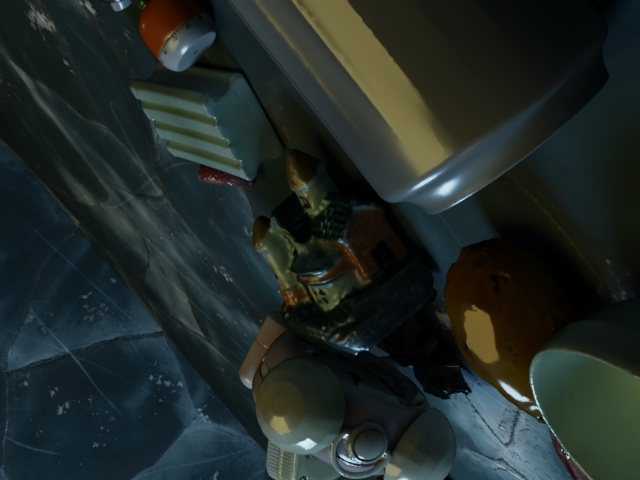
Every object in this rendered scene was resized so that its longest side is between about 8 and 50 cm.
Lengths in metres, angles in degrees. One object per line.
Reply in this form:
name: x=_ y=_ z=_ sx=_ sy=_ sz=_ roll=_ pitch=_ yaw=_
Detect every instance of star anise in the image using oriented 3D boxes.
star anise: x=0.161 y=0.190 z=1.588 sx=0.182 sy=0.065 sz=0.195 roll=52 pitch=162 yaw=-10

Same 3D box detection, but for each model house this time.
model house: x=0.000 y=0.000 z=1.430 sx=0.291 sy=0.184 sz=0.253 roll=61 pitch=162 yaw=-19

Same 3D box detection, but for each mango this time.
mango: x=0.241 y=0.113 z=1.150 sx=0.249 sy=0.151 sz=0.156 roll=54 pitch=158 yaw=-11

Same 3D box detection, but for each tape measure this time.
tape measure: x=0.002 y=0.403 z=2.129 sx=0.133 sy=0.231 sz=0.271 roll=11 pitch=102 yaw=43

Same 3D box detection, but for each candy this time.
candy: x=-0.161 y=-0.116 z=1.658 sx=0.103 sy=0.103 sz=0.043 roll=10 pitch=94 yaw=60

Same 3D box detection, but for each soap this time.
soap: x=-0.190 y=-0.203 z=1.564 sx=0.265 sy=0.087 sz=0.160 roll=20 pitch=146 yaw=52

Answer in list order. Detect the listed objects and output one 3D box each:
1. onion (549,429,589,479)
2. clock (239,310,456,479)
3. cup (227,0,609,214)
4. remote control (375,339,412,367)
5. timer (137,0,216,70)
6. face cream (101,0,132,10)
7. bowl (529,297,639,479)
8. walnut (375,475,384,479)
onion: x=0.405 y=0.303 z=1.214 sx=0.283 sy=0.120 sz=0.227 roll=49 pitch=165 yaw=-1
clock: x=0.036 y=0.269 z=1.570 sx=0.342 sy=0.184 sz=0.326 roll=19 pitch=-174 yaw=-19
cup: x=0.068 y=-0.213 z=0.847 sx=0.327 sy=0.236 sz=0.323 roll=50 pitch=-170 yaw=-5
remote control: x=0.126 y=0.190 z=1.729 sx=0.124 sy=0.018 sz=0.053 roll=28 pitch=152 yaw=43
timer: x=-0.221 y=-0.319 z=1.397 sx=0.136 sy=0.099 sz=0.136 roll=29 pitch=146 yaw=22
face cream: x=-0.335 y=-0.446 z=1.437 sx=0.075 sy=0.075 sz=0.229 roll=35 pitch=156 yaw=32
bowl: x=0.375 y=0.178 z=0.975 sx=0.307 sy=0.163 sz=0.307 roll=41 pitch=159 yaw=19
walnut: x=0.210 y=0.596 z=2.057 sx=0.245 sy=0.198 sz=0.198 roll=44 pitch=160 yaw=2
